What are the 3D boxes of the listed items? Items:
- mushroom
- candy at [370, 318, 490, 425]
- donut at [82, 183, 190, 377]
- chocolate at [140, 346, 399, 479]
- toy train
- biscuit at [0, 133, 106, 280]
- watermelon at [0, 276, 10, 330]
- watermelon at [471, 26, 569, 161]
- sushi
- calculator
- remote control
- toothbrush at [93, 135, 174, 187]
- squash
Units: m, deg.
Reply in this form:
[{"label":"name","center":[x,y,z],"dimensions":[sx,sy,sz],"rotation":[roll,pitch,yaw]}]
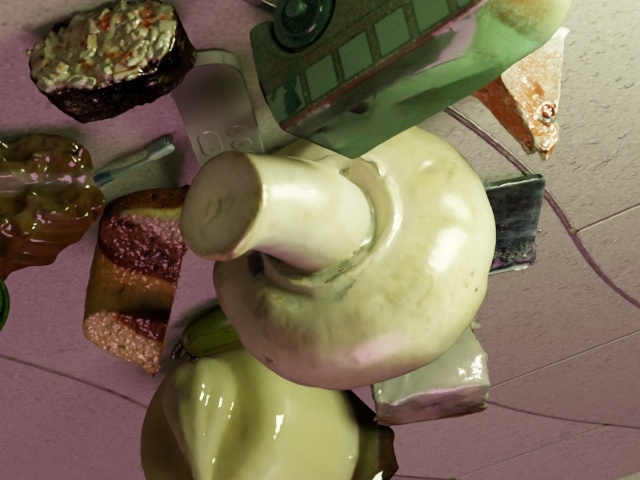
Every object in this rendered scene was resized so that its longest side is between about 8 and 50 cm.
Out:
[{"label":"mushroom","center":[0.012,0.026,1.438],"dimensions":[0.356,0.315,0.315],"rotation":[-30,170,-39]},{"label":"candy","center":[0.154,0.173,2.023],"dimensions":[0.195,0.184,0.137],"rotation":[-8,151,3]},{"label":"donut","center":[-0.212,0.012,1.578],"dimensions":[0.112,0.151,0.295],"rotation":[10,138,-12]},{"label":"chocolate","center":[-0.111,0.317,2.030],"dimensions":[0.314,0.326,0.297],"rotation":[-51,149,6]},{"label":"toy train","center":[0.083,-0.201,1.215],"dimensions":[0.326,0.159,0.129],"rotation":[-29,152,32]},{"label":"biscuit","center":[-0.431,-0.038,1.395],"dimensions":[0.366,0.115,0.268],"rotation":[12,146,-38]},{"label":"watermelon","center":[-0.367,0.063,1.392],"dimensions":[0.109,0.109,0.109],"rotation":[-9,155,-4]},{"label":"watermelon","center":[0.219,-0.156,1.409],"dimensions":[0.121,0.158,0.098],"rotation":[-33,161,-19]},{"label":"sushi","center":[-0.193,-0.167,1.251],"dimensions":[0.150,0.090,0.078],"rotation":[-14,151,11]},{"label":"calculator","center":[0.166,-0.004,1.733],"dimensions":[0.262,0.021,0.161],"rotation":[-10,131,-16]},{"label":"remote control","center":[-0.109,-0.130,1.442],"dimensions":[0.077,0.022,0.245],"rotation":[-13,156,0]},{"label":"toothbrush","center":[-0.251,-0.069,1.516],"dimensions":[0.219,0.019,0.016],"rotation":[-24,150,26]},{"label":"squash","center":[-0.078,0.105,1.900],"dimensions":[0.318,0.071,0.080],"rotation":[-20,-169,11]}]
